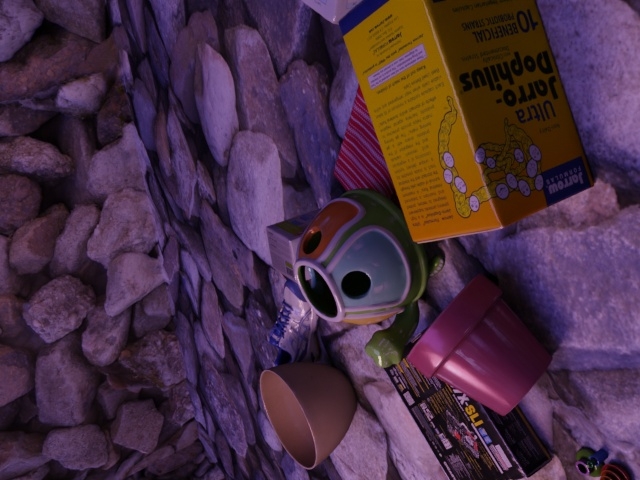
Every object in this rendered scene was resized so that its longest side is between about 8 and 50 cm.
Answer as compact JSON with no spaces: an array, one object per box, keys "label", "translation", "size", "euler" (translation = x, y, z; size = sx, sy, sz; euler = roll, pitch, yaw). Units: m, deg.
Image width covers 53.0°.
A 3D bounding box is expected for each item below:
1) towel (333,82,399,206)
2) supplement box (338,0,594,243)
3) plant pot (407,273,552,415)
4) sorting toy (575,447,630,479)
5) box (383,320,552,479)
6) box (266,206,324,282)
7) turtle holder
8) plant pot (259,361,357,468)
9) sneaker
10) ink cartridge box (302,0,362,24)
[{"label":"towel","translation":[0.105,-0.166,1.294],"size":[0.199,0.031,0.275],"euler":[54,149,27]},{"label":"supplement box","translation":[0.204,-0.200,0.921],"size":[0.195,0.194,0.356],"euler":[-13,98,62]},{"label":"plant pot","translation":[0.277,0.185,1.083],"size":[0.180,0.201,0.201],"euler":[40,144,17]},{"label":"sorting toy","translation":[0.450,0.376,1.045],"size":[0.102,0.042,0.061],"euler":[12,119,58]},{"label":"box","translation":[0.277,0.336,1.290],"size":[0.322,0.079,0.257],"euler":[59,149,18]},{"label":"box","translation":[0.000,0.000,1.409],"size":[0.114,0.203,0.103],"euler":[27,131,54]},{"label":"turtle holder","translation":[0.078,0.068,1.259],"size":[0.243,0.227,0.320],"euler":[28,140,37]},{"label":"plant pot","translation":[-0.014,0.446,1.755],"size":[0.284,0.191,0.284],"euler":[39,140,42]},{"label":"sneaker","translation":[-0.081,0.246,1.802],"size":[0.112,0.131,0.296],"euler":[30,132,52]},{"label":"ink cartridge box","translation":[-0.011,-0.625,1.121],"size":[0.308,0.091,0.385],"euler":[48,147,34]}]
